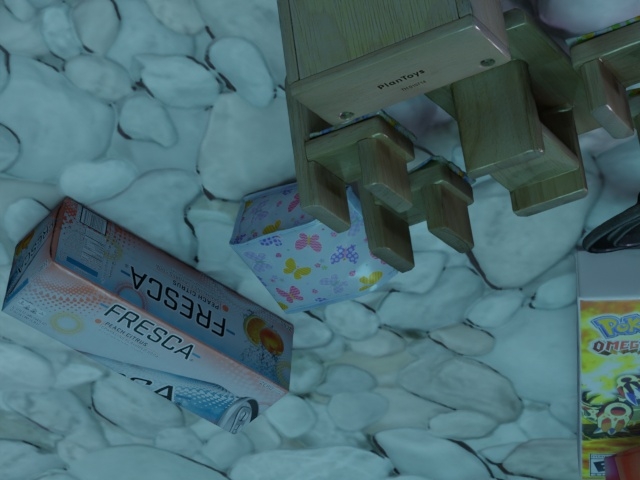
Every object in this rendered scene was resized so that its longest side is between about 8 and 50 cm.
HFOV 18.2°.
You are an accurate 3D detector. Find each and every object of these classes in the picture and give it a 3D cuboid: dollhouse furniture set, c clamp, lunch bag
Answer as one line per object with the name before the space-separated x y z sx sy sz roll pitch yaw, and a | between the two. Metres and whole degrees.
dollhouse furniture set | 0.075 -0.117 1.044 0.212 0.161 0.242 -19 153 23
c clamp | 0.228 -0.026 1.125 0.160 0.022 0.137 -15 170 -8
lunch bag | 0.000 0.000 1.201 0.083 0.053 0.071 -14 132 32

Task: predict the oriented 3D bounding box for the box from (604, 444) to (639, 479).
box | 0.334 0.228 1.284 0.300 0.154 0.142 23 145 -35

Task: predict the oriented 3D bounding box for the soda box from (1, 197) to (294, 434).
soda box | -0.106 0.049 1.256 0.183 0.058 0.063 31 130 -24

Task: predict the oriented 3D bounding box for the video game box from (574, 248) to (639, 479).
video game box | 0.264 0.080 1.265 0.205 0.048 0.187 -2 135 7
